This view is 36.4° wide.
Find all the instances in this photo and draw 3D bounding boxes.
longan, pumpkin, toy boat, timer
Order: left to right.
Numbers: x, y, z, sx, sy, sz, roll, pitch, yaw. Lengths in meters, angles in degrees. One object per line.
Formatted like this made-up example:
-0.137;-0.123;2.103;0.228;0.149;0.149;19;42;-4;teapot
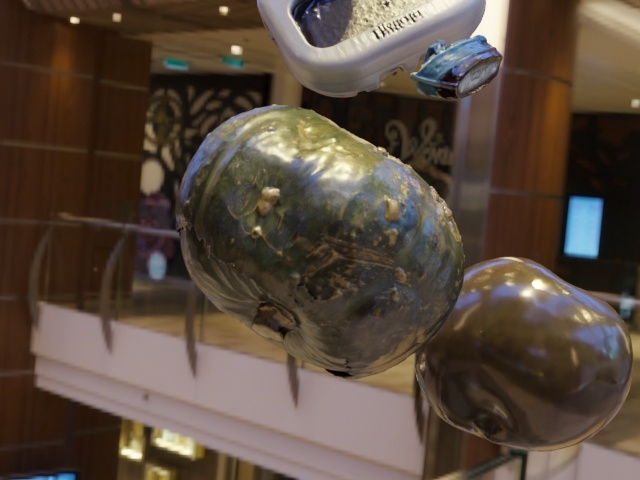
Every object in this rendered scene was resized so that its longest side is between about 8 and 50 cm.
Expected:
0.000;0.000;1.100;0.327;0.257;0.291;20;-26;32;pumpkin
0.061;-0.294;1.214;0.262;0.237;0.087;-25;-34;-3;timer
0.134;-0.176;0.986;0.061;0.060;0.137;27;36;21;toy boat
0.296;0.166;1.452;0.288;0.288;0.350;3;11;-34;longan
